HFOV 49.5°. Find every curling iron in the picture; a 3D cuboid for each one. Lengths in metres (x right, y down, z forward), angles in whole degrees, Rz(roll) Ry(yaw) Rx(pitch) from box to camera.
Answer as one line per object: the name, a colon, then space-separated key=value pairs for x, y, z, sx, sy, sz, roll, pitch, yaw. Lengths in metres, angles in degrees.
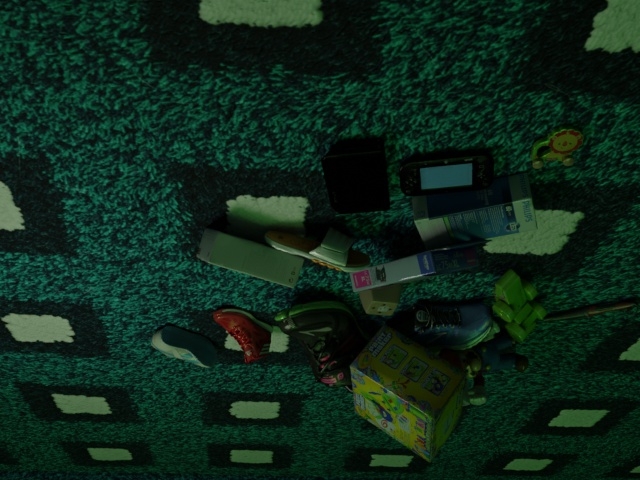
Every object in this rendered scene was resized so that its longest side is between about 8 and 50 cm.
curling iron: x=0.799 y=0.215 z=2.043 sx=0.274 sy=0.035 sz=0.068 roll=-13 pitch=144 yaw=18

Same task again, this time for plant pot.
plant pot: x=0.164 y=0.143 z=1.877 sx=0.109 sy=0.096 sz=0.109 roll=7 pitch=146 yaw=-9

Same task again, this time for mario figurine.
mario figurine: x=0.493 y=0.360 z=2.068 sx=0.320 sy=0.198 sz=0.170 roll=-10 pitch=138 yaw=-28

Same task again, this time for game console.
game console: x=0.189 y=-0.144 z=1.491 sx=0.361 sy=0.044 sz=0.213 roll=-5 pitch=146 yaw=7

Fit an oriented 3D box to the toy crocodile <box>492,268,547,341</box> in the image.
toy crocodile: x=0.545 y=0.185 z=1.946 sx=0.115 sy=0.105 sz=0.340 roll=-47 pitch=139 yaw=-6

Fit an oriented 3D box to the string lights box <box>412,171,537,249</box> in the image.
string lights box: x=0.352 y=-0.063 z=1.583 sx=0.260 sy=0.077 sz=0.133 roll=-11 pitch=146 yaw=16

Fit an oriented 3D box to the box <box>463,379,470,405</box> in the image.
box: x=0.417 y=0.452 z=2.230 sx=0.072 sy=0.137 sz=0.126 roll=-20 pitch=143 yaw=31

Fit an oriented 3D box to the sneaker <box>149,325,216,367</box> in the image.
sneaker: x=-0.428 y=0.337 z=2.190 sx=0.092 sy=0.087 sz=0.229 roll=-22 pitch=134 yaw=41

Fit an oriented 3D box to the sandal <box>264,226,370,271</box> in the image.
sandal: x=-0.002 y=0.004 z=1.668 sx=0.265 sy=0.102 sz=0.076 roll=15 pitch=115 yaw=-2

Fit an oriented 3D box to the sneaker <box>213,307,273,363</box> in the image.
sneaker: x=-0.226 y=0.287 z=2.063 sx=0.221 sy=0.128 sz=0.087 roll=26 pitch=137 yaw=-36

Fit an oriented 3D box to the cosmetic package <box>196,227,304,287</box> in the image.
cosmetic package: x=-0.172 y=0.041 z=1.692 sx=0.231 sy=0.085 sz=0.117 roll=20 pitch=177 yaw=-27

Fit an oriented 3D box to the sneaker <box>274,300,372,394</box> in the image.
sneaker: x=0.039 y=0.322 z=2.050 sx=0.185 sy=0.202 sz=0.483 roll=-20 pitch=142 yaw=26

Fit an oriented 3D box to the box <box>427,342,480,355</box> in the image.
box: x=0.440 y=0.350 z=2.239 sx=0.178 sy=0.042 sz=0.109 roll=-26 pitch=140 yaw=33

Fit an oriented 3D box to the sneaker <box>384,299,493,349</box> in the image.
sneaker: x=0.336 y=0.245 z=2.004 sx=0.330 sy=0.130 sz=0.147 roll=-17 pitch=145 yaw=24

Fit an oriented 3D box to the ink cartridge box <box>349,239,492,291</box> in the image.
ink cartridge box: x=0.243 y=0.064 z=1.675 sx=0.186 sy=0.065 sz=0.311 roll=-6 pitch=169 yaw=-45

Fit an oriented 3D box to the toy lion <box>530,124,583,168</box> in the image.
toy lion: x=0.487 y=-0.196 z=1.428 sx=0.100 sy=0.034 sz=0.096 roll=-5 pitch=139 yaw=8

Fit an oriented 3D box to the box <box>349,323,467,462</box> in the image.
box: x=0.250 y=0.443 z=2.005 sx=0.279 sy=0.177 sz=0.290 roll=29 pitch=149 yaw=26
